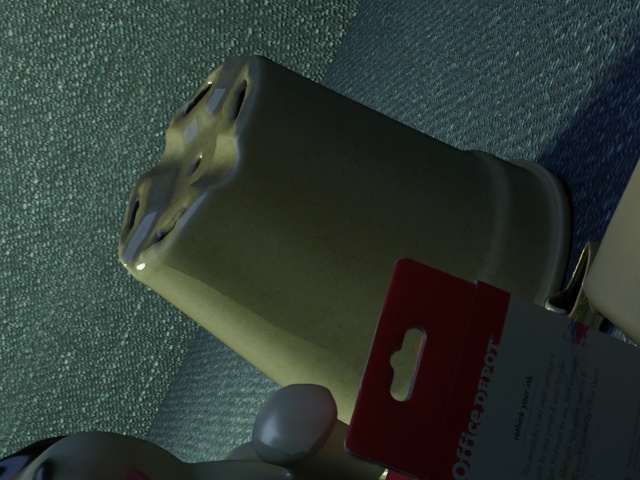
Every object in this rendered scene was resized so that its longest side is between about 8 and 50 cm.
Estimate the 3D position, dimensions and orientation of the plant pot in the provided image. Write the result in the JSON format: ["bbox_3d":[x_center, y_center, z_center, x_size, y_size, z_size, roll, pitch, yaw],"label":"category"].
[{"bbox_3d":[0.000,0.000,1.393,0.334,0.305,0.334,-47,24,29],"label":"plant pot"}]

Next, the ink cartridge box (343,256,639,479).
[{"bbox_3d":[0.122,0.116,0.908,0.078,0.231,0.134,131,160,-61],"label":"ink cartridge box"}]

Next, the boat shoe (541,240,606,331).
[{"bbox_3d":[0.194,0.056,1.195,0.050,0.045,0.135,-89,24,-65],"label":"boat shoe"}]

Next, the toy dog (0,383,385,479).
[{"bbox_3d":[-0.055,0.257,1.030,0.395,0.407,0.285,126,164,-51],"label":"toy dog"}]

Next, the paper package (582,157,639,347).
[{"bbox_3d":[0.276,-0.047,0.638,0.325,0.168,0.310,-118,51,-78],"label":"paper package"}]
